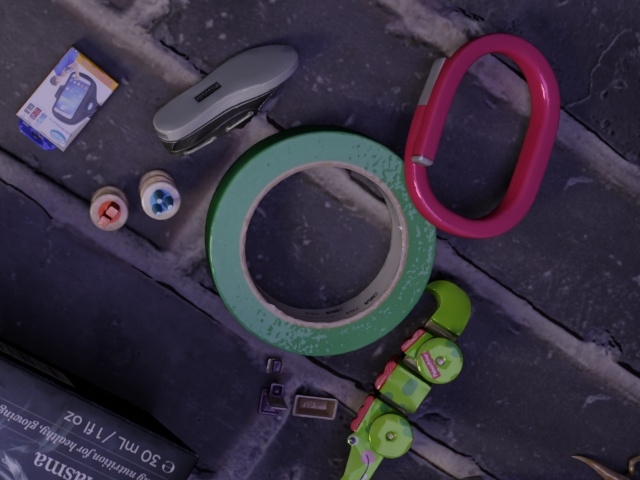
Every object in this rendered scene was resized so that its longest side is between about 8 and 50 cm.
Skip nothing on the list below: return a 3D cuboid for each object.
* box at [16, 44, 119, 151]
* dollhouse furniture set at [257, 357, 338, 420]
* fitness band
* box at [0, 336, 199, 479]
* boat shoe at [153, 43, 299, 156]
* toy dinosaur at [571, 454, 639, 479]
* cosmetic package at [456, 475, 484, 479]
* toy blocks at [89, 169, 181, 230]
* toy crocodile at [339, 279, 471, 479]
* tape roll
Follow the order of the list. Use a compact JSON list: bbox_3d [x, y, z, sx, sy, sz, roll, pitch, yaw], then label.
[{"bbox_3d":[-0.345,-0.185,1.689,0.081,0.028,0.136,39,92,-16],"label":"box"},{"bbox_3d":[-0.024,0.226,1.809,0.114,0.081,0.091,8,101,-12],"label":"dollhouse furniture set"},{"bbox_3d":[0.229,-0.146,1.747,0.209,0.054,0.291,22,83,-24],"label":"fitness band"},{"bbox_3d":[-0.492,0.352,1.580,0.480,0.297,0.472,30,83,-19],"label":"box"},{"bbox_3d":[-0.123,-0.191,1.710,0.219,0.078,0.070,-30,140,-6],"label":"boat shoe"},{"bbox_3d":[0.479,0.382,1.950,0.092,0.053,0.183,-41,106,2],"label":"toy dinosaur"},{"bbox_3d":[0.186,0.574,1.889,0.217,0.156,0.385,-8,105,-8],"label":"cosmetic package"},{"bbox_3d":[-0.248,-0.046,1.674,0.123,0.148,0.054,-20,105,-6],"label":"toy blocks"},{"bbox_3d":[0.118,0.216,1.818,0.105,0.115,0.340,33,93,4],"label":"toy crocodile"},{"bbox_3d":[0.000,0.000,1.767,0.321,0.077,0.321,-2,102,-10],"label":"tape roll"}]
